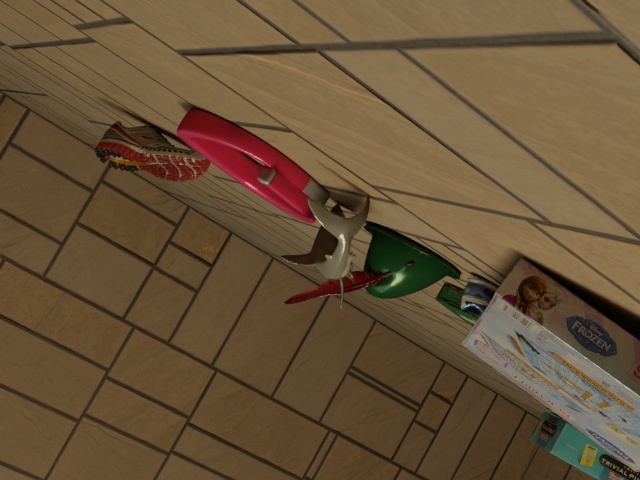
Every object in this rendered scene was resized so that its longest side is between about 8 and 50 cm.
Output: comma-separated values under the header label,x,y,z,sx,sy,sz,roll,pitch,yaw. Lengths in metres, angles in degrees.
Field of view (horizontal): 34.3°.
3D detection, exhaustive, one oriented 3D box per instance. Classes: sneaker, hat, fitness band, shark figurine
label,x,y,z,sx,sy,sz,roll,pitch,yaw
sneaker,0.284,0.110,1.611,0.144,0.059,0.053,27,172,14
hat,0.099,0.089,1.710,0.208,0.183,0.173,25,173,37
fitness band,-0.104,-0.112,1.625,0.209,0.054,0.291,26,172,35
shark figurine,-0.001,0.016,1.554,0.116,0.166,0.278,6,178,-3
sneaker,-0.320,-0.181,2.013,0.225,0.093,0.088,14,152,7

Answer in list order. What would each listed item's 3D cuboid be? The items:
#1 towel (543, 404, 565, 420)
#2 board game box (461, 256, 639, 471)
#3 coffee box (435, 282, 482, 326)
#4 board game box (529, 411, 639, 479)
label,x,y,z,sx,sy,sz,roll,pitch,yaw
towel,0.685,0.426,2.295,0.374,0.090,0.320,29,177,5
board game box,0.355,0.179,1.397,0.318,0.066,0.318,37,166,9
coffee box,0.303,0.144,1.907,0.113,0.040,0.184,24,172,47
board game box,0.655,0.507,2.317,0.336,0.079,0.254,29,177,3
